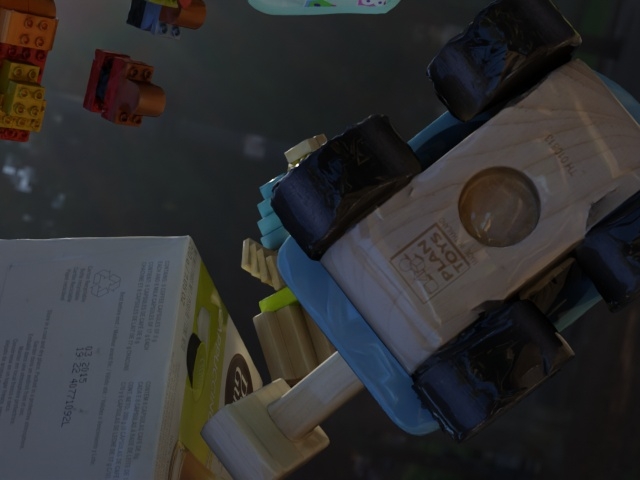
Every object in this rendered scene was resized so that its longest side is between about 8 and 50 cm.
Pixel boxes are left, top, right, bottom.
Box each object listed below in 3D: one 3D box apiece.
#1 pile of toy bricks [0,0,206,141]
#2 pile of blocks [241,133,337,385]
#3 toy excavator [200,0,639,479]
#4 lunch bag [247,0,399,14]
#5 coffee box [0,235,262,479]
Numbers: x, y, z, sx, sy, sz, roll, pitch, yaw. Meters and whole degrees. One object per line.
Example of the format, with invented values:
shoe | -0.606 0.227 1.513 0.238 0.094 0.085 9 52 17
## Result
pile of toy bricks | -0.088 -0.138 0.719 0.118 0.105 0.212 4 -74 -40
pile of blocks | 0.000 0.000 1.830 0.112 0.149 0.362 -30 46 34
toy excavator | 0.079 0.054 1.252 0.433 0.222 0.445 -38 -10 -2
lunch bag | -0.038 -0.328 1.380 0.160 0.262 0.223 -38 -38 -21
coffee box | -0.274 0.224 1.687 0.334 0.338 0.338 70 -158 -54
